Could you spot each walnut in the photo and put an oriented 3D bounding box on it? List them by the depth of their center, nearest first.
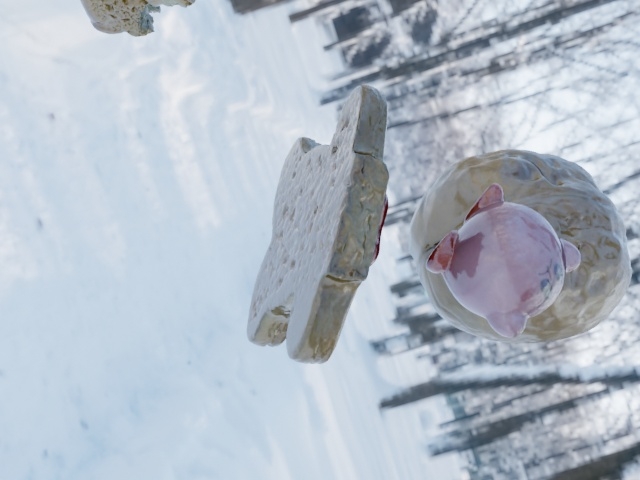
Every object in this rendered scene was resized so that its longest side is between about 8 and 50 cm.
[{"bbox_3d":[0.357,0.013,1.899,0.308,0.397,0.354,126,-39,-59],"label":"walnut"}]

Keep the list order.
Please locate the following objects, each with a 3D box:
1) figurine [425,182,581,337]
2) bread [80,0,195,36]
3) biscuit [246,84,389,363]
[{"bbox_3d":[0.255,0.032,1.473,0.173,0.173,0.173,-18,90,-85],"label":"figurine"},{"bbox_3d":[-0.258,-0.402,1.415,0.380,0.185,0.109,80,14,-67],"label":"bread"},{"bbox_3d":[0.000,0.000,1.471,0.394,0.076,0.368,152,-48,-69],"label":"biscuit"}]
